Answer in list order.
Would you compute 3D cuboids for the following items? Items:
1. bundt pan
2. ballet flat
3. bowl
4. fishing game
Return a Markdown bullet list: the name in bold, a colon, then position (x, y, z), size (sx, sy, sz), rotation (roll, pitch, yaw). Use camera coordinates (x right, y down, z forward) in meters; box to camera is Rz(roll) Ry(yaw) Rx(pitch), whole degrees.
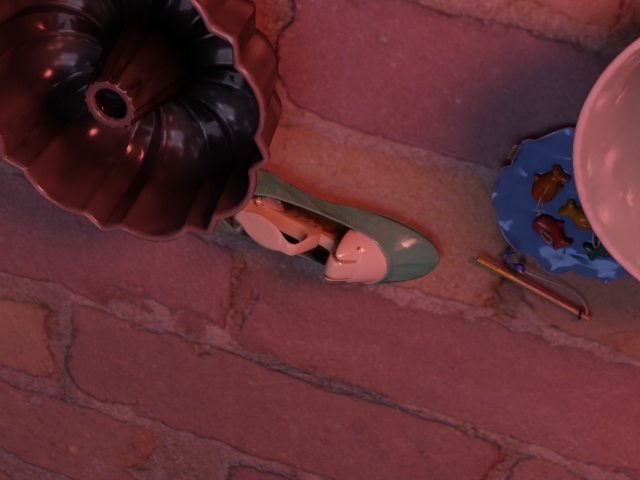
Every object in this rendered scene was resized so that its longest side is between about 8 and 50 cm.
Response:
- **bundt pan**: position (-0.182, -0.166, 1.332), size (0.331, 0.124, 0.331), rotation (13, 132, 15)
- **ballet flat**: position (0.000, 0.000, 1.407), size (0.247, 0.087, 0.083), rotation (23, 132, 6)
- **bowl**: position (0.377, -0.096, 1.106), size (0.311, 0.163, 0.311), rotation (12, 131, 15)
- **fishing game**: position (0.255, -0.028, 1.301), size (0.189, 0.041, 0.264), rotation (31, 133, -5)
